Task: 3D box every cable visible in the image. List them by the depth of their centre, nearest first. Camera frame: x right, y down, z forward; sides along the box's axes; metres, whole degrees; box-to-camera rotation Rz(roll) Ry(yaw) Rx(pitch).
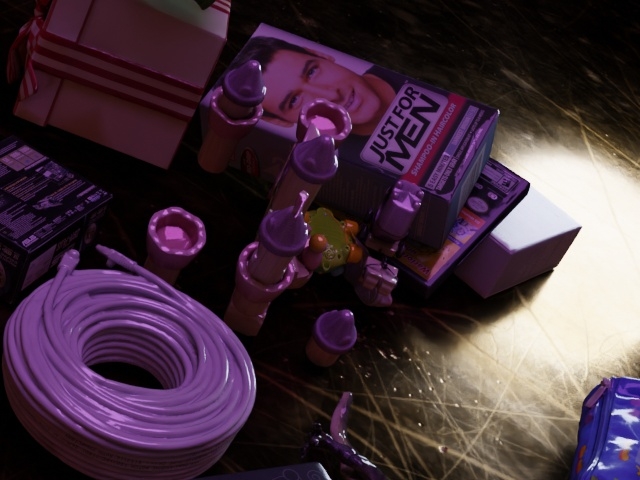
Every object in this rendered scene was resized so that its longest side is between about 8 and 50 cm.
[{"bbox_3d":[-0.194,0.133,1.152,0.257,0.089,0.257,29,31,3],"label":"cable"}]

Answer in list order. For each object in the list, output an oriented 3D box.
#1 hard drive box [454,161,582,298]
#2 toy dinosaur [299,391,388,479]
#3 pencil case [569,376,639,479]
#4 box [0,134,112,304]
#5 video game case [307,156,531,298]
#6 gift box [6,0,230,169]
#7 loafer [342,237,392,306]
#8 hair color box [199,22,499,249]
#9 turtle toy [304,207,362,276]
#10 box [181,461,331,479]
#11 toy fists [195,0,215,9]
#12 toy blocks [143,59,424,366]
[{"bbox_3d":[0.262,-0.023,1.751,0.181,0.089,0.232,42,33,25],"label":"hard drive box"},{"bbox_3d":[0.035,0.248,1.180,0.118,0.064,0.268,21,26,-39],"label":"toy dinosaur"},{"bbox_3d":[0.345,0.266,1.328,0.133,0.119,0.306,56,30,-7],"label":"pencil case"},{"bbox_3d":[-0.348,-0.027,1.292,0.147,0.078,0.180,30,30,6],"label":"box"},{"bbox_3d":[0.119,-0.074,1.647,0.275,0.035,0.248,35,59,21],"label":"video game case"},{"bbox_3d":[-0.277,-0.276,1.563,0.258,0.255,0.276,21,24,-13],"label":"gift box"},{"bbox_3d":[0.057,0.042,1.544,0.039,0.045,0.125,21,32,-45],"label":"loafer"},{"bbox_3d":[0.038,-0.151,1.608,0.374,0.114,0.185,22,56,14],"label":"hair color box"},{"bbox_3d":[0.000,0.000,1.529,0.095,0.066,0.130,12,38,-16],"label":"turtle toy"},{"bbox_3d":[-0.093,0.296,0.917,0.270,0.143,0.165,1,38,-38],"label":"box"},{"bbox_3d":[-0.182,-0.398,1.514,0.142,0.096,0.279,43,20,-19],"label":"toy fists"},{"bbox_3d":[-0.014,-0.049,1.332,0.309,0.260,0.289,24,50,-6],"label":"toy blocks"}]
